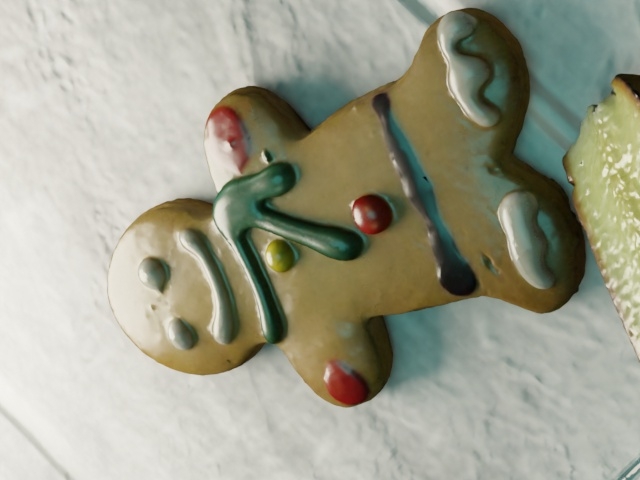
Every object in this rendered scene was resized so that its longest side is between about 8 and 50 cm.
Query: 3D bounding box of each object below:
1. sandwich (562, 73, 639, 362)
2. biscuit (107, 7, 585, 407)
[{"bbox_3d":[0.201,0.023,0.833,0.094,0.096,0.258,109,152,-47],"label":"sandwich"},{"bbox_3d":[0.000,0.000,0.985,0.302,0.049,0.196,-20,93,29],"label":"biscuit"}]
